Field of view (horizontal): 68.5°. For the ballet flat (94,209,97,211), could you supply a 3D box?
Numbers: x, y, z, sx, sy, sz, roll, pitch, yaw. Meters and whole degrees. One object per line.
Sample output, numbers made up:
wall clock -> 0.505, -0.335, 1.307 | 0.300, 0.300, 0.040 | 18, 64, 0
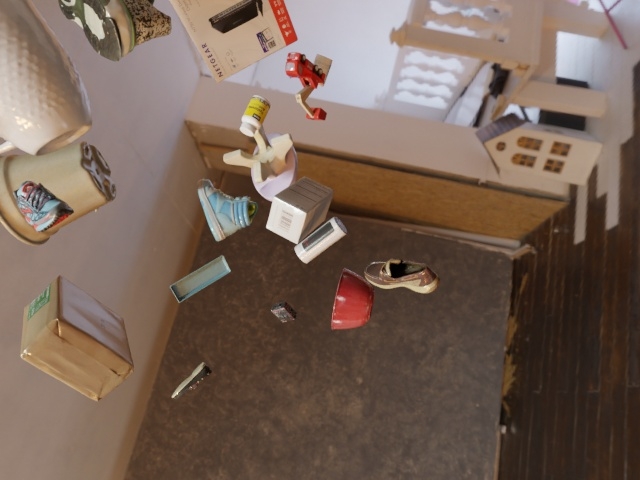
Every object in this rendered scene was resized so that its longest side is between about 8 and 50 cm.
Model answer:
ballet flat -> -0.977, -0.246, 2.035 | 0.086, 0.086, 0.249 | -71, -20, -62

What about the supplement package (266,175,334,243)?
supplement package -> -0.054, -0.088, 1.301 | 0.179, 0.105, 0.105 | -43, -25, -54

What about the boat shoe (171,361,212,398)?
boat shoe -> -0.378, 0.419, 1.380 | 0.133, 0.042, 0.049 | -43, 14, -10

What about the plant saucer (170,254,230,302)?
plant saucer -> -0.384, 0.120, 1.505 | 0.018, 0.192, 0.067 | 25, 142, 55

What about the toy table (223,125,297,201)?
toy table -> -0.192, -0.290, 1.643 | 0.161, 0.252, 0.275 | 45, -157, -61

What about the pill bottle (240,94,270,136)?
pill bottle -> -0.205, -0.385, 1.459 | 0.065, 0.065, 0.117 | 87, -156, -75

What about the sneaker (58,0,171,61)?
sneaker -> -0.478, -0.557, 1.072 | 0.182, 0.410, 0.158 | -23, -25, -36

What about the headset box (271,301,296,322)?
headset box -> -0.137, 0.262, 1.737 | 0.083, 0.062, 0.032 | 52, -146, -33

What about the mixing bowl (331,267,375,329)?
mixing bowl -> 0.099, 0.176, 1.337 | 0.181, 0.098, 0.182 | 12, -90, -80

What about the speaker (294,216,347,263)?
speaker -> 0.000, 0.000, 1.204 | 0.136, 0.055, 0.055 | -37, 10, 17

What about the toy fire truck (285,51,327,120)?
toy fire truck -> -0.040, -0.436, 1.350 | 0.192, 0.047, 0.136 | 15, -92, -57

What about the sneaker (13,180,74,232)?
sneaker -> -0.788, -0.101, 1.304 | 0.104, 0.261, 0.125 | -46, -53, -34

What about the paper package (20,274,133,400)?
paper package -> -0.796, 0.313, 1.544 | 0.168, 0.309, 0.325 | -43, 34, -6

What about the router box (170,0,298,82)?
router box -> -0.263, -0.691, 1.409 | 0.082, 0.301, 0.335 | 62, -179, 37

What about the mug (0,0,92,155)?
mug -> -0.804, -0.377, 1.215 | 0.328, 0.373, 0.276 | 58, -173, -13

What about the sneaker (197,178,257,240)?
sneaker -> -0.373, -0.152, 1.915 | 0.127, 0.208, 0.319 | 82, 165, -56

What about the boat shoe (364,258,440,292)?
boat shoe -> 0.292, 0.115, 1.820 | 0.123, 0.341, 0.123 | -54, -55, -21

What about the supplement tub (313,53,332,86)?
supplement tub -> -0.001, -0.668, 1.850 | 0.071, 0.070, 0.107 | -66, -2, -72

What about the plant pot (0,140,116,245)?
plant pot -> -0.907, -0.189, 1.637 | 0.334, 0.305, 0.334 | 160, 90, -88
